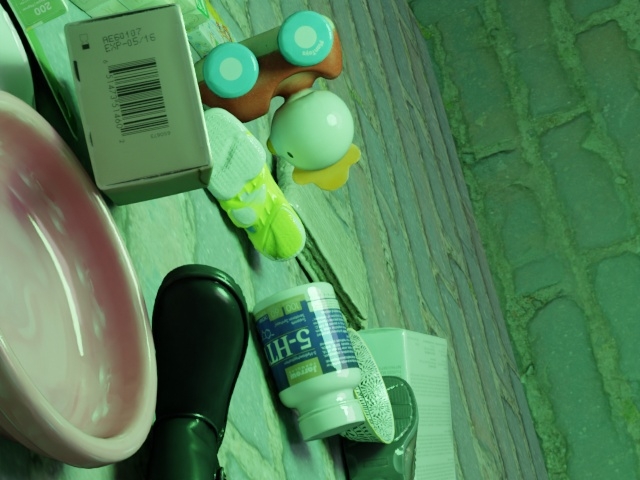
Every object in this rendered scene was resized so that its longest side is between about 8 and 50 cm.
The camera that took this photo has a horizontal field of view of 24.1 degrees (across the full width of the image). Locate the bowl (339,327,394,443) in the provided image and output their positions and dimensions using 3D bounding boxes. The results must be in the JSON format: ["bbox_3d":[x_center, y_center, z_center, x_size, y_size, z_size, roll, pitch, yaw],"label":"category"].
[{"bbox_3d":[0.033,0.214,2.081,0.170,0.080,0.170,-22,90,-77],"label":"bowl"}]

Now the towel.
[{"bbox_3d":[0.000,0.000,2.351,0.282,0.049,0.187,59,15,-30],"label":"towel"}]

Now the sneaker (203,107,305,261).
[{"bbox_3d":[-0.108,-0.081,2.025,0.240,0.091,0.126,62,-3,-22],"label":"sneaker"}]

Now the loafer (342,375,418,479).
[{"bbox_3d":[0.086,0.324,2.122,0.302,0.109,0.095,-84,169,-51],"label":"loafer"}]

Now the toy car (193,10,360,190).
[{"bbox_3d":[-0.044,-0.170,2.039,0.219,0.210,0.238,-158,-135,-84],"label":"toy car"}]

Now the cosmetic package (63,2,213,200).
[{"bbox_3d":[-0.176,-0.126,1.494,0.309,0.113,0.160,178,-100,-86],"label":"cosmetic package"}]

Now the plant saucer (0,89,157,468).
[{"bbox_3d":[-0.250,0.038,1.254,0.332,0.084,0.332,-22,90,-77],"label":"plant saucer"}]

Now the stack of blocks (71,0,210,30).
[{"bbox_3d":[-0.243,-0.348,1.853,0.297,0.087,0.171,37,34,-65],"label":"stack of blocks"}]

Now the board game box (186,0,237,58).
[{"bbox_3d":[-0.162,-0.301,2.226,0.154,0.026,0.103,50,23,-52],"label":"board game box"}]

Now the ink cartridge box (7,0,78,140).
[{"bbox_3d":[-0.279,-0.227,1.517,0.235,0.056,0.171,63,-3,-14],"label":"ink cartridge box"}]

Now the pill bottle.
[{"bbox_3d":[-0.010,0.158,1.933,0.112,0.112,0.186,24,45,-71],"label":"pill bottle"}]

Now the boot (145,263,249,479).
[{"bbox_3d":[-0.117,0.175,1.390,0.207,0.094,0.246,-94,-170,-55],"label":"boot"}]

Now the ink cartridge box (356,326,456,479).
[{"bbox_3d":[0.141,0.338,2.382,0.308,0.091,0.384,22,65,-72],"label":"ink cartridge box"}]

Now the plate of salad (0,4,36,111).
[{"bbox_3d":[-0.319,-0.171,1.378,0.200,0.048,0.199,-20,90,-78],"label":"plate of salad"}]
